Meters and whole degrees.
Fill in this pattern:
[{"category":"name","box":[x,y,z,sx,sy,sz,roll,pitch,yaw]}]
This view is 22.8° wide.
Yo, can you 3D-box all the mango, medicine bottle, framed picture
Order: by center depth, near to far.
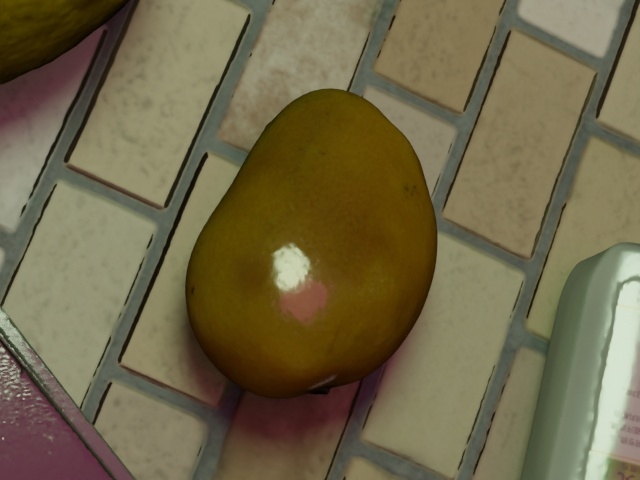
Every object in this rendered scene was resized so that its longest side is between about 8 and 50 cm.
[{"category":"framed picture","box":[-0.243,0.196,1.163,0.197,0.014,0.252,-39,91,-20]},{"category":"mango","box":[0.004,0.006,1.215,0.175,0.139,0.254,35,64,-11]},{"category":"medicine bottle","box":[0.257,0.177,1.265,0.179,0.124,0.324,18,72,-13]}]

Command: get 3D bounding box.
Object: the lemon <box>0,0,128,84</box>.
[{"category":"lemon","box":[-0.257,-0.245,1.124,0.316,0.285,0.285,-5,80,-11]}]
